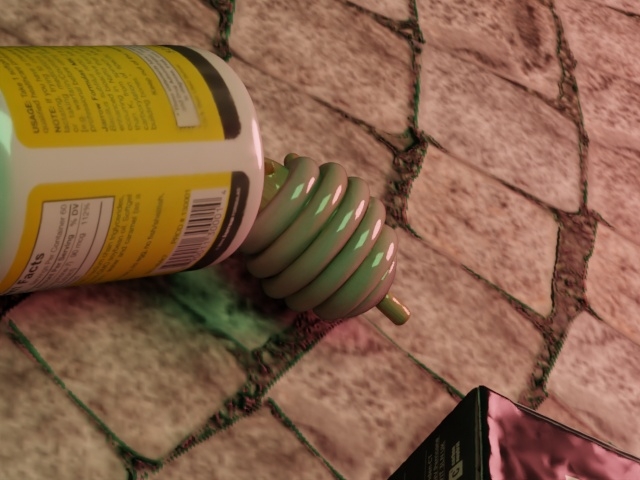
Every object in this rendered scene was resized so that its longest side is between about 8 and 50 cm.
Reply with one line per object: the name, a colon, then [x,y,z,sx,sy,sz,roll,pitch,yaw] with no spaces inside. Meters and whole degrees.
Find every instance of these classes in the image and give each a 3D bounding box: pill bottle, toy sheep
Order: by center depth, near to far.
pill bottle: [-0.140,-0.035,0.798,0.208,0.119,0.119,-6,56,-43]
toy sheep: [0.000,0.000,0.907,0.132,0.091,0.091,36,38,-12]

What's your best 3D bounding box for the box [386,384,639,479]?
box: [0.072,0.181,0.680,0.153,0.207,0.108,26,39,-17]
